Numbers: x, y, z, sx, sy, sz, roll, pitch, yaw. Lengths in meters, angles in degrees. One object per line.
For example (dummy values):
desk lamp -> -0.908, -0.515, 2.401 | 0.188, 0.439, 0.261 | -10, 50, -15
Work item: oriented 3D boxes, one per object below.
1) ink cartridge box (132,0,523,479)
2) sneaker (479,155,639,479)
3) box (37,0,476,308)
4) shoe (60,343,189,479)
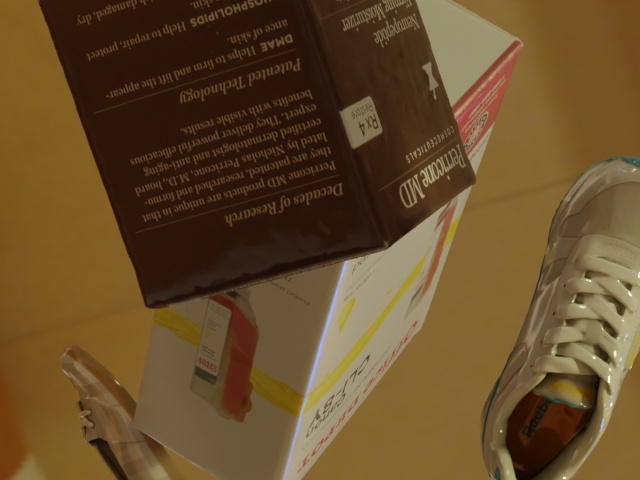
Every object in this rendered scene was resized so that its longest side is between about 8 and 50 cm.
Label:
ink cartridge box -> 0.000, 0.000, 1.692 | 0.279, 0.160, 0.384 | -48, 162, -40
sneaker -> 0.166, 0.059, 1.241 | 0.092, 0.087, 0.228 | -79, -173, -73
box -> -0.034, -0.090, 1.203 | 0.168, 0.167, 0.203 | -35, 107, -63
shoe -> -0.187, 0.195, 1.893 | 0.219, 0.058, 0.076 | 53, -16, 8
